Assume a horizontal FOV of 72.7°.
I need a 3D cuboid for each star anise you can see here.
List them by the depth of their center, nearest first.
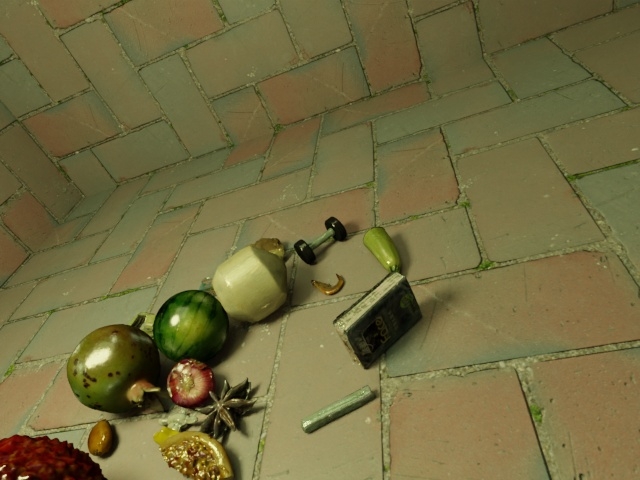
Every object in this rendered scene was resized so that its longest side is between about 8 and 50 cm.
[{"bbox_3d":[-0.262,0.478,1.220,0.180,0.061,0.204,-3,41,38],"label":"star anise"}]

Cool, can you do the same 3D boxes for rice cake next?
[{"bbox_3d":[0.044,0.431,1.112,0.207,0.033,0.033,-27,33,-1],"label":"rice cake"}]

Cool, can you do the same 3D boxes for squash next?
[{"bbox_3d":[0.218,0.052,1.460,0.094,0.094,0.224,-25,41,2],"label":"squash"}]

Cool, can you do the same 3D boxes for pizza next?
[{"bbox_3d":[-0.324,0.560,1.123,0.246,0.058,0.127,17,77,34],"label":"pizza"}]

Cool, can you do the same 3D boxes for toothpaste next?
[{"bbox_3d":[-0.384,0.171,1.699,0.193,0.070,0.044,-15,34,16],"label":"toothpaste"}]

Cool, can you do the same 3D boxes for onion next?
[{"bbox_3d":[-0.387,0.437,1.340,0.150,0.140,0.150,-1,79,5],"label":"onion"}]

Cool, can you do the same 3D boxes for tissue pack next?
[{"bbox_3d":[0.161,0.217,1.193,0.235,0.173,0.073,-37,35,-17],"label":"tissue pack"}]

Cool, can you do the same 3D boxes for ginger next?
[{"bbox_3d":[-0.222,0.040,1.767,0.137,0.074,0.213,-38,30,-17],"label":"ginger"}]

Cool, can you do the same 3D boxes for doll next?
[{"bbox_3d":[-0.429,0.539,1.257,0.135,0.072,0.113,3,36,42],"label":"doll"}]

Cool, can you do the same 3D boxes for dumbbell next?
[{"bbox_3d":[0.000,0.000,1.646,0.191,0.100,0.100,-37,36,-14],"label":"dumbbell"}]

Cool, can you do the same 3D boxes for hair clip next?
[{"bbox_3d":[-0.614,0.330,1.630,0.321,0.091,0.138,-12,44,40],"label":"hair clip"}]

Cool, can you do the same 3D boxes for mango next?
[{"bbox_3d":[-0.668,0.602,1.327,0.077,0.063,0.127,-38,31,-8],"label":"mango"}]

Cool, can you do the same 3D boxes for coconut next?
[{"bbox_3d":[-0.223,0.143,1.483,0.247,0.245,0.245,-30,34,-6],"label":"coconut"}]

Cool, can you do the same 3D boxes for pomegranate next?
[{"bbox_3d":[-0.632,0.436,1.369,0.290,0.291,0.323,-32,65,-9],"label":"pomegranate"}]

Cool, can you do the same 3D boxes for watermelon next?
[{"bbox_3d":[-0.422,0.284,1.429,0.242,0.242,0.242,-17,35,13],"label":"watermelon"}]

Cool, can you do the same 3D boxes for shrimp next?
[{"bbox_3d":[0.021,0.147,1.506,0.127,0.025,0.091,14,51,38],"label":"shrimp"}]

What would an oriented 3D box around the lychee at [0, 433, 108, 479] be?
[{"bbox_3d":[-0.734,0.666,0.960,0.499,0.425,0.424,-13,25,-32],"label":"lychee"}]
